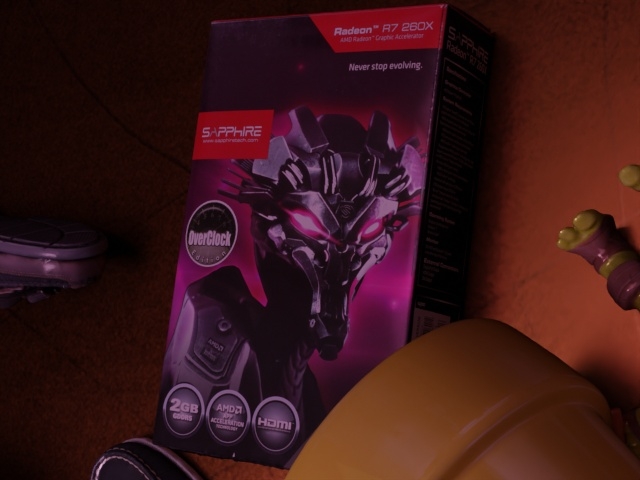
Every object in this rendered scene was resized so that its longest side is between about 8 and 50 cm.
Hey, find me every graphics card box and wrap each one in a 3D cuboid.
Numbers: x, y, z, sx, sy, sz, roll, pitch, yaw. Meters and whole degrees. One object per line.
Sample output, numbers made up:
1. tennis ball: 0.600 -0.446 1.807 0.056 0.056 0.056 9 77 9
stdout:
1. graphics card box: 0.000 0.000 0.930 0.233 0.094 0.370 4 84 33

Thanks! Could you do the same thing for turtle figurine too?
1. turtle figurine: 0.257 0.049 0.750 0.217 0.087 0.269 67 148 29

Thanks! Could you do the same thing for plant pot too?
1. plant pot: 0.128 0.213 0.700 0.239 0.254 0.254 36 100 38

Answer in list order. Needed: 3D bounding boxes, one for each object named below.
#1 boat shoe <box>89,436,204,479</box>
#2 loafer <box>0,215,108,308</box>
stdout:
1. boat shoe: -0.121 0.290 0.950 0.114 0.091 0.302 -47 60 16
2. loafer: -0.314 0.024 1.132 0.303 0.109 0.095 9 105 39
